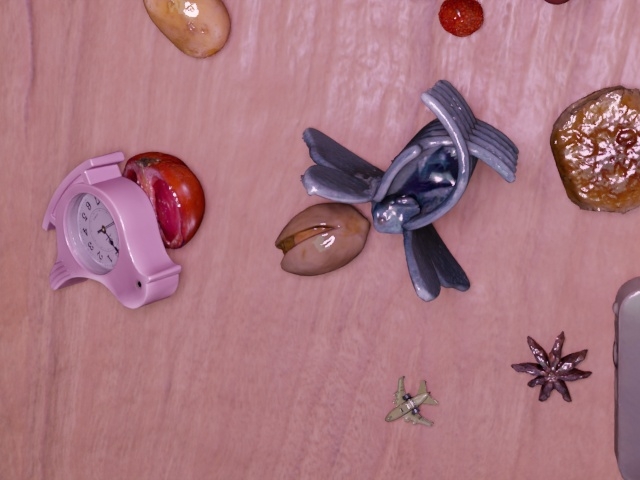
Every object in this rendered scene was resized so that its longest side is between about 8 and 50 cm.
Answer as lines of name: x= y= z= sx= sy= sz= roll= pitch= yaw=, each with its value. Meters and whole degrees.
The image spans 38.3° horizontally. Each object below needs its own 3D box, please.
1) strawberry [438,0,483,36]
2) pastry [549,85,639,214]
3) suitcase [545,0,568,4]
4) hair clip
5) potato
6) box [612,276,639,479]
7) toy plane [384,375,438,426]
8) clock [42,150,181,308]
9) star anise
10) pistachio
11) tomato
strawberry: x=0.225 y=-0.361 z=1.468 sx=0.073 sy=0.083 sz=0.073 roll=0 pitch=92 yaw=6
pastry: x=0.459 y=-0.141 z=1.462 sx=0.182 sy=0.093 sz=0.192 roll=-30 pitch=95 yaw=17
suitcase: x=0.380 y=-0.493 z=1.310 sx=0.161 sy=0.236 sz=0.297 roll=41 pitch=111 yaw=-11
hair clip: x=0.161 y=-0.101 z=1.438 sx=0.392 sy=0.318 sz=0.238 roll=45 pitch=108 yaw=1
potato: x=-0.225 y=-0.391 z=1.558 sx=0.118 sy=0.109 sz=0.178 roll=-38 pitch=100 yaw=-1
box: x=0.676 y=0.238 z=1.520 sx=0.373 sy=0.090 sz=0.367 roll=0 pitch=104 yaw=15
toy plane: x=0.161 y=0.305 z=1.695 sx=0.111 sy=0.040 sz=0.102 roll=-36 pitch=75 yaw=19
clock: x=-0.399 y=0.023 z=1.685 sx=0.290 sy=0.080 sz=0.275 roll=-39 pitch=78 yaw=40
star anise: x=0.407 y=0.225 z=1.608 sx=0.141 sy=0.042 sz=0.141 roll=3 pitch=107 yaw=12
pistachio: x=0.000 y=0.000 z=1.614 sx=0.185 sy=0.124 sz=0.124 roll=-21 pitch=100 yaw=35
tomato: x=-0.269 y=-0.079 z=1.669 sx=0.189 sy=0.099 sz=0.173 roll=22 pitch=130 yaw=47
